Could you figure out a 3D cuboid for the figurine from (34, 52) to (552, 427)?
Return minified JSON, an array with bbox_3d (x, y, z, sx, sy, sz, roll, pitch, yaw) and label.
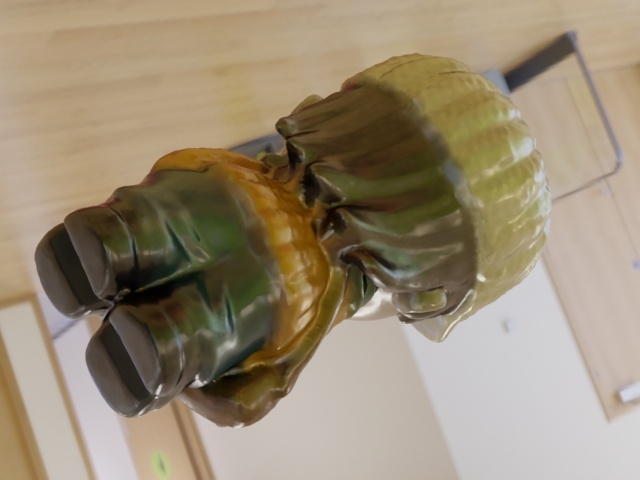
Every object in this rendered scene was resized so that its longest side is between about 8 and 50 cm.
[{"bbox_3d":[0.013,-0.011,0.607,0.204,0.185,0.332,-33,170,34],"label":"figurine"}]
